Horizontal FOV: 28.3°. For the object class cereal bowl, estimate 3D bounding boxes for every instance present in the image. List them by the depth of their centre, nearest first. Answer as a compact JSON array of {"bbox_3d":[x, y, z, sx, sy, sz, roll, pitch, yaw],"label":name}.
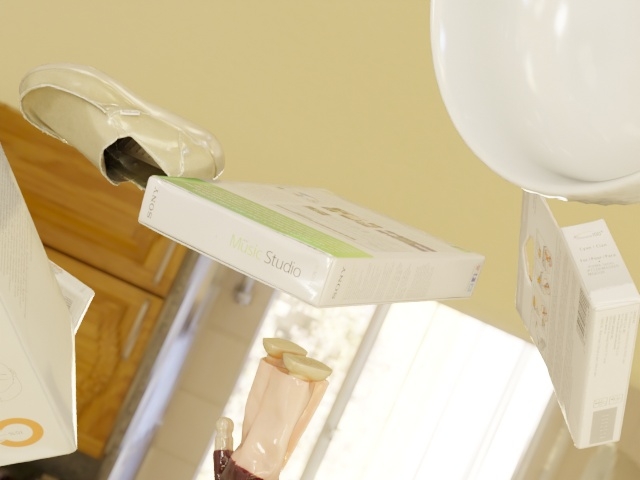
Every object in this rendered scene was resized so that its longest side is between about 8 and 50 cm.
[{"bbox_3d":[0.236,-0.183,0.862,0.339,0.141,0.339,-18,-113,51],"label":"cereal bowl"}]

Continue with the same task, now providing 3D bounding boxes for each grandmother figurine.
[{"bbox_3d":[-0.087,0.316,1.755,0.208,0.104,0.342,35,-75,62],"label":"grandmother figurine"}]

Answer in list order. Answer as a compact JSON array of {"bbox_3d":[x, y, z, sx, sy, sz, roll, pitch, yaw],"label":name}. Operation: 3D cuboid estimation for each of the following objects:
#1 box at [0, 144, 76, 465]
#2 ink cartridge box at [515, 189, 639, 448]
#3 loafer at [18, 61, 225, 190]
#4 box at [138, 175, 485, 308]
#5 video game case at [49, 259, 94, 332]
[{"bbox_3d":[-0.368,0.054,1.160,0.345,0.215,0.168,82,-1,-49],"label":"box"},{"bbox_3d":[0.329,0.082,1.658,0.296,0.066,0.261,84,-7,-47],"label":"ink cartridge box"},{"bbox_3d":[-0.245,-0.125,1.489,0.102,0.269,0.092,99,17,-47],"label":"loafer"},{"bbox_3d":[0.000,0.000,1.322,0.322,0.232,0.058,3,108,-58],"label":"box"},{"bbox_3d":[-0.437,0.090,1.779,0.227,0.206,0.026,-58,176,39],"label":"video game case"}]
